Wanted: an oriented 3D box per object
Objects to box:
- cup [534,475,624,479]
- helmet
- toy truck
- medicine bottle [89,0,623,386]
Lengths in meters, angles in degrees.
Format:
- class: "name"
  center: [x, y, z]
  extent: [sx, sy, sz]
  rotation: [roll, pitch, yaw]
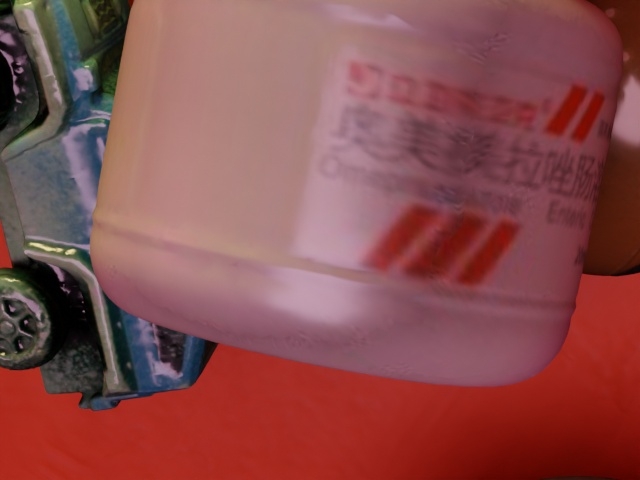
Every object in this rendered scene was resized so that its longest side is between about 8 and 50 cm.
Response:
- class: "cup"
  center: [0.176, 0.294, 1.124]
  extent: [0.347, 0.163, 0.347]
  rotation: [4, 111, 10]
- class: "helmet"
  center: [0.175, -0.068, 1.013]
  extent: [0.198, 0.130, 0.224]
  rotation: [21, 113, 6]
- class: "toy truck"
  center: [-0.148, -0.041, 1.065]
  extent: [0.156, 0.155, 0.279]
  rotation: [-7, 108, 13]
- class: "medicine bottle"
  center: [0.030, -0.104, 0.873]
  extent: [0.256, 0.256, 0.325]
  rotation: [12, 92, 6]
